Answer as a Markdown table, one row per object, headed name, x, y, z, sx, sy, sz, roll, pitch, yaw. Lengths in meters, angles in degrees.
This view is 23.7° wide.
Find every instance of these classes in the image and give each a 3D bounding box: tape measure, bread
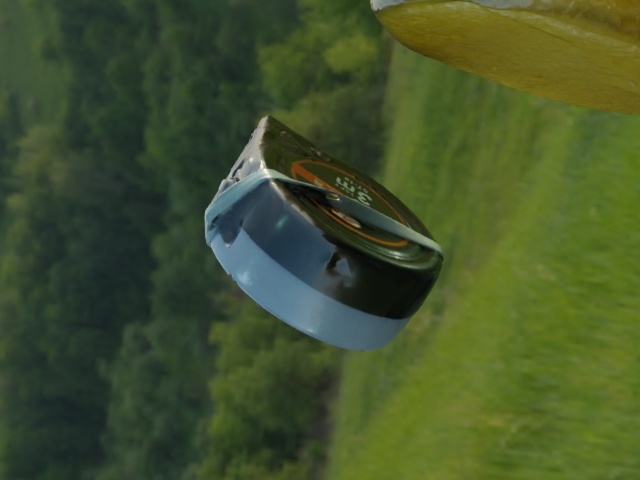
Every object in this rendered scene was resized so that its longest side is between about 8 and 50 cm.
| name | x | y | z | sx | sy | sz | roll | pitch | yaw |
| --- | --- | --- | --- | --- | --- | --- | --- | --- | --- |
| tape measure | 0.000 | 0.002 | 1.161 | 0.107 | 0.182 | 0.181 | -55 | 4 | 22 |
| bread | 0.153 | -0.161 | 0.895 | 0.195 | 0.270 | 0.142 | 6 | 82 | 60 |
